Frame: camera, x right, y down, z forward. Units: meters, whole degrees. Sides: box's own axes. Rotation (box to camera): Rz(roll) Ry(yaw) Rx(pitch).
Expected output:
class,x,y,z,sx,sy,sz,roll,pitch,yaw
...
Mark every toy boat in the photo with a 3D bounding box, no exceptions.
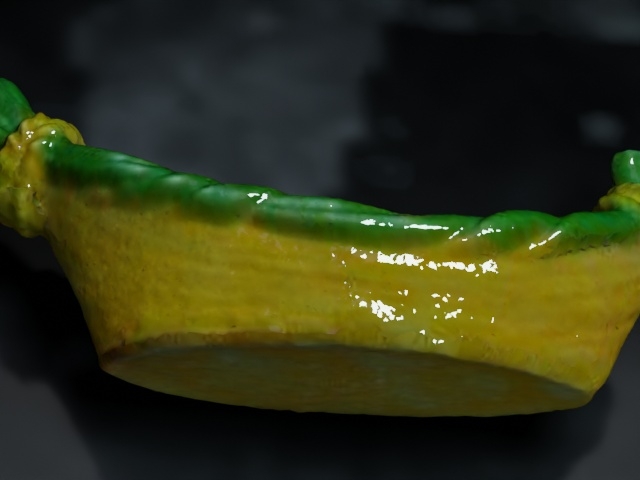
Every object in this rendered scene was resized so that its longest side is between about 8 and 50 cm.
class,x,y,z,sx,sy,sz,roll,pitch,yaw
toy boat,0.000,0.000,0.571,0.230,0.089,0.088,4,68,-1
